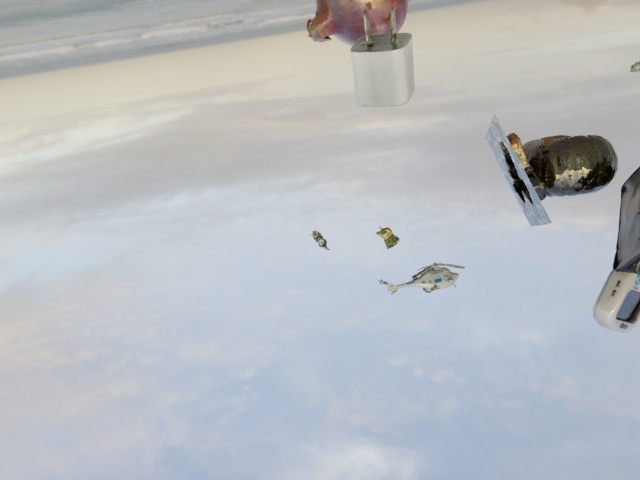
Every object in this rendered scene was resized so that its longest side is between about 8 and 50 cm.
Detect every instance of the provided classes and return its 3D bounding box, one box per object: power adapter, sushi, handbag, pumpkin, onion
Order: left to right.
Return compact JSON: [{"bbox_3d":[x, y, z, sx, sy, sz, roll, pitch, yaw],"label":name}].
[{"bbox_3d":[0.122,-0.774,1.678,0.354,0.353,0.353,-8,-159,3],"label":"onion"},{"bbox_3d":[0.142,-0.427,1.237,0.130,0.204,0.125,6,-141,20],"label":"power adapter"},{"bbox_3d":[0.607,-0.206,1.598,0.069,0.339,0.320,-26,173,10],"label":"sushi"},{"bbox_3d":[0.791,-0.245,1.754,0.321,0.192,0.320,-5,-169,1],"label":"pumpkin"},{"bbox_3d":[0.953,-0.078,1.544,0.119,0.269,0.325,12,-112,11],"label":"handbag"}]

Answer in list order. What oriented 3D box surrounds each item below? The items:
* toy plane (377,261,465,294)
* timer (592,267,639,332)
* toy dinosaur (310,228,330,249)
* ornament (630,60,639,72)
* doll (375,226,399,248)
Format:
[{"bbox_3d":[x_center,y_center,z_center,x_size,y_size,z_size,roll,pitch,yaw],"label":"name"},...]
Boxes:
[{"bbox_3d":[0.351,0.142,1.844,0.273,0.107,0.182,-15,-177,-31],"label":"toy plane"},{"bbox_3d":[0.986,0.178,1.747,0.262,0.236,0.087,15,-168,-41],"label":"timer"},{"bbox_3d":[0.000,0.000,1.788,0.031,0.083,0.047,-39,-171,5],"label":"toy dinosaur"},{"bbox_3d":[0.942,-0.492,1.537,0.092,0.068,0.041,26,-124,11],"label":"ornament"},{"bbox_3d":[0.313,-0.024,2.473,0.078,0.113,0.077,-30,180,44],"label":"doll"}]
